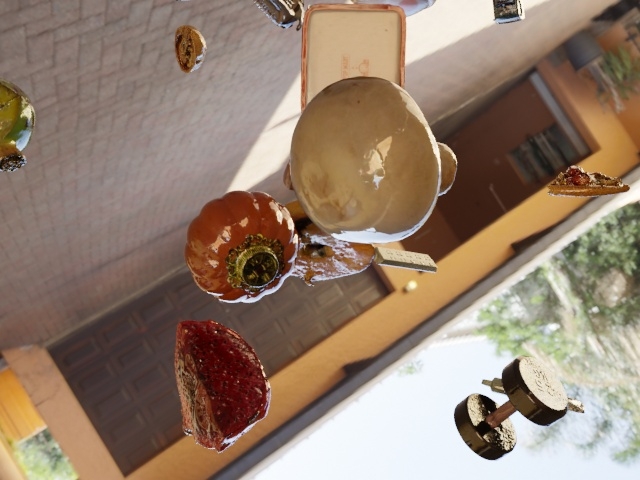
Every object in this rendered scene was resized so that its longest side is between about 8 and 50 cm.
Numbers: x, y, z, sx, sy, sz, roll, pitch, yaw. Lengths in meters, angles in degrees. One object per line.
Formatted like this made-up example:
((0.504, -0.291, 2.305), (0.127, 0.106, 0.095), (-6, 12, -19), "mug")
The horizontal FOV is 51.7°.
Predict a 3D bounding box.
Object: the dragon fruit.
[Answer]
((-0.199, 0.297, 1.281), (0.134, 0.262, 0.211), (-2, 140, -36), "dragon fruit")

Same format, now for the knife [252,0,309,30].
((-0.119, -0.473, 1.173), (0.043, 0.089, 0.365), (13, 179, 25), "knife")

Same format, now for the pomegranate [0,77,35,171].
((-0.535, -0.187, 1.095), (0.143, 0.169, 0.122), (-41, -178, 1), "pomegranate")

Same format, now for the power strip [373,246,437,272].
((0.238, 0.056, 1.918), (0.252, 0.060, 0.027), (9, 123, -31), "power strip")

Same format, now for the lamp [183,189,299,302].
((-0.148, 0.012, 1.250), (0.223, 0.223, 0.196), (-32, -144, -10), "lamp")

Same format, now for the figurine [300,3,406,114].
((0.061, -0.276, 1.111), (0.160, 0.184, 0.226), (3, -174, 6), "figurine")

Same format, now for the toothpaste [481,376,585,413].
((0.490, 0.357, 1.533), (0.233, 0.038, 0.060), (12, -169, 19), "toothpaste")

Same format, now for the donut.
((-0.002, 0.001, 1.506), (0.253, 0.253, 0.118), (-34, -144, 44), "donut")

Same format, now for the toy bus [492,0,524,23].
((0.279, -0.416, 1.006), (0.047, 0.166, 0.065), (-3, -161, 26), "toy bus")

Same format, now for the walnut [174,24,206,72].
((-0.294, -0.444, 1.522), (0.052, 0.091, 0.121), (-25, 160, -34), "walnut")

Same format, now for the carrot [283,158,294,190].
((-0.046, -0.161, 1.333), (0.048, 0.048, 0.216), (-31, 165, -20), "carrot")

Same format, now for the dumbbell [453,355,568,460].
((0.417, 0.374, 1.462), (0.218, 0.152, 0.152), (-50, 169, 32), "dumbbell")

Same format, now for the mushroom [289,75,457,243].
((0.071, -0.099, 0.789), (0.209, 0.206, 0.206), (-22, 176, -11), "mushroom")

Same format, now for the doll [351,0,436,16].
((0.109, -0.513, 1.184), (0.236, 0.214, 0.213), (9, 151, -38), "doll")

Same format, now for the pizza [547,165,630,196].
((0.673, -0.159, 1.725), (0.200, 0.053, 0.193), (-5, -161, -2), "pizza")
